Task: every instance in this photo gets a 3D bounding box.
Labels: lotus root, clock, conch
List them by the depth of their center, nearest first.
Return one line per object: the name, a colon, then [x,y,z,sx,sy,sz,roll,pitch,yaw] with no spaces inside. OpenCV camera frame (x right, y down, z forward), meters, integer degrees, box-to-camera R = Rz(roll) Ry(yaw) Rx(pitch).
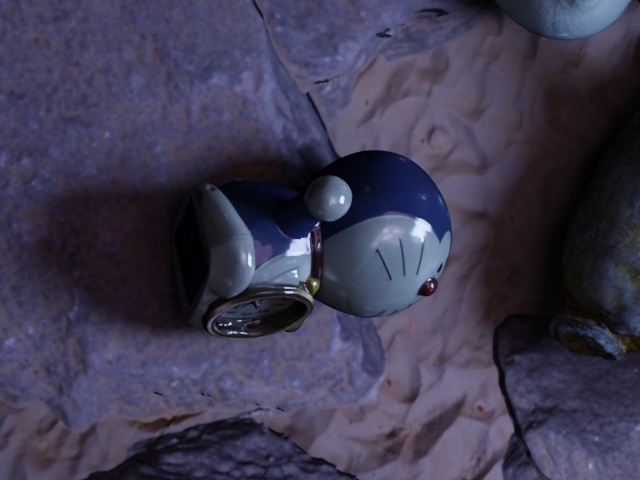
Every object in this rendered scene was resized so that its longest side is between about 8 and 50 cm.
clock: [0.000,0.000,1.482,0.243,0.200,0.147,-7,60,-19]
conch: [0.238,-0.297,1.551,0.184,0.121,0.221,2,82,11]
lotus root: [0.347,-0.039,1.626,0.175,0.175,0.350,28,82,-23]

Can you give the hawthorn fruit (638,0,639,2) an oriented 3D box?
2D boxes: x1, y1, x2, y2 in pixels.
hawthorn fruit: [0.372,-0.281,1.603,0.172,0.173,0.173,-3,97,-23]
